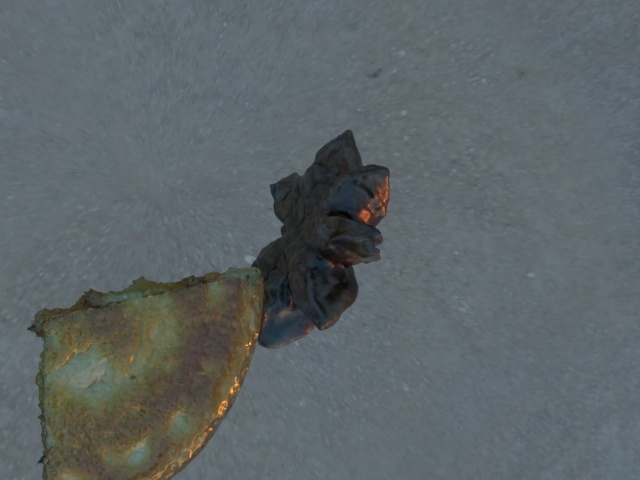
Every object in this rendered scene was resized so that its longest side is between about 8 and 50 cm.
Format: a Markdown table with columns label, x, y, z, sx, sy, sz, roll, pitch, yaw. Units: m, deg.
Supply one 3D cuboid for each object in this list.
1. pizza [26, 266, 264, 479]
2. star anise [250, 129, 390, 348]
| label | x | y | z | sx | sy | sz | roll | pitch | yaw |
| --- | --- | --- | --- | --- | --- | --- | --- | --- | --- |
| pizza | -0.198 | 0.135 | 1.055 | 0.226 | 0.086 | 0.336 | 40 | 81 | -14 |
| star anise | -0.011 | -0.001 | 1.351 | 0.108 | 0.315 | 0.315 | 23 | 89 | -32 |
